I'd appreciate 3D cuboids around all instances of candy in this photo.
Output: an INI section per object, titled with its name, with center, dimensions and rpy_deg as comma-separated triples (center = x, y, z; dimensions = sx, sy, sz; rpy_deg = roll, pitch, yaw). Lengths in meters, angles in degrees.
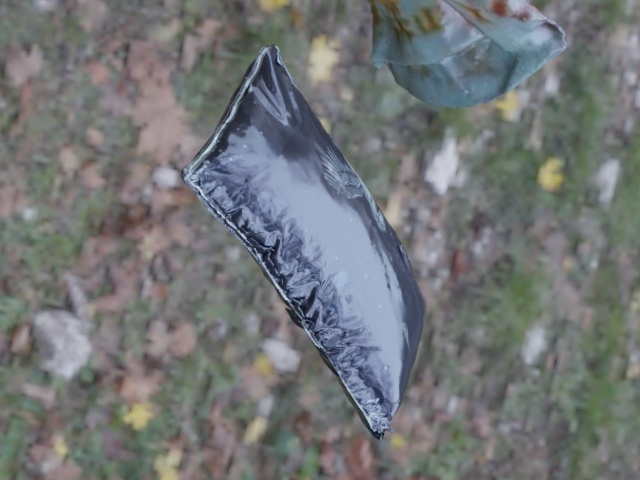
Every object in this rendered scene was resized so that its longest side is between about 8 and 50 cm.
[candy]
center = 0.008, -0.083, 0.307
dimensions = 0.046, 0.053, 0.182
rpy_deg = -35, 145, -3

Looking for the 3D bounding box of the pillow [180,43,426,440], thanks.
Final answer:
[pillow]
center = 0.000, 0.000, 1.010
dimensions = 0.208, 0.055, 0.141
rpy_deg = 56, 34, -23
